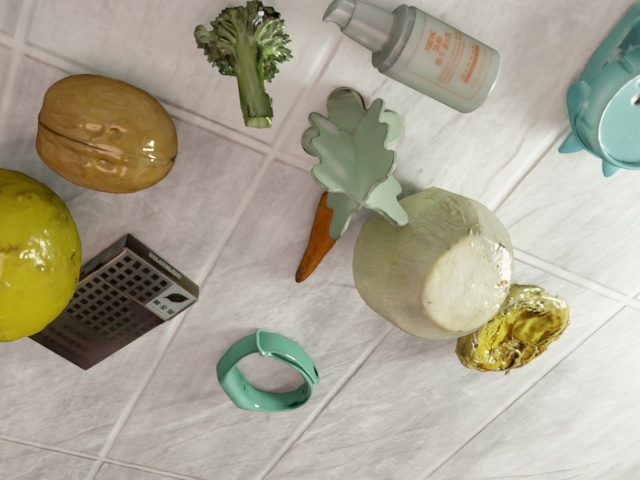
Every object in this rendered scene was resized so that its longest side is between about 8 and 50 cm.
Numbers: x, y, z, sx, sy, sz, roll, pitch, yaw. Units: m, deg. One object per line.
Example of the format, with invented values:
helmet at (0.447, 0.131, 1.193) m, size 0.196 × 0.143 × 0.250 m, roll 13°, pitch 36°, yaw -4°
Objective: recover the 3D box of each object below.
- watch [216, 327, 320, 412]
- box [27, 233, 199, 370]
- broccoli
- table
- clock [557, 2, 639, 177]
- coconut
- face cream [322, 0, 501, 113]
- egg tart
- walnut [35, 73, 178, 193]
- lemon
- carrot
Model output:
watch at (-0.114, 0.285, 1.358) m, size 0.195 × 0.068 × 0.237 m, roll -18°, pitch 129°, yaw 10°
box at (-0.411, 0.128, 1.225) m, size 0.325 × 0.047 × 0.180 m, roll -31°, pitch 125°, yaw 22°
broccoli at (-0.094, -0.226, 0.850) m, size 0.118 × 0.204 × 0.122 m, roll -19°, pitch 143°, yaw 14°
table at (0.053, -0.109, 0.953) m, size 0.167 × 0.198 × 0.166 m, roll -1°, pitch 130°, yaw -2°
clock at (0.498, -0.207, 0.965) m, size 0.224 × 0.094 × 0.274 m, roll 21°, pitch 125°, yaw -18°
coconut at (0.182, 0.033, 1.066) m, size 0.245 × 0.247 × 0.244 m, roll -6°, pitch 107°, yaw -21°
face cream at (0.123, -0.270, 0.887) m, size 0.252 × 0.101 × 0.101 m, roll 21°, pitch 126°, yaw -19°
egg tart at (0.374, 0.168, 1.275) m, size 0.232 × 0.098 × 0.252 m, roll -12°, pitch 134°, yaw -2°
walnut at (-0.307, -0.150, 0.928) m, size 0.197 × 0.165 × 0.165 m, roll 24°, pitch 125°, yaw -12°
lemon at (-0.506, 0.024, 1.002) m, size 0.261 × 0.260 × 0.284 m, roll -10°, pitch 123°, yaw 5°
carrot at (0.000, 0.000, 1.135) m, size 0.061 × 0.061 × 0.256 m, roll 14°, pitch 130°, yaw -14°
